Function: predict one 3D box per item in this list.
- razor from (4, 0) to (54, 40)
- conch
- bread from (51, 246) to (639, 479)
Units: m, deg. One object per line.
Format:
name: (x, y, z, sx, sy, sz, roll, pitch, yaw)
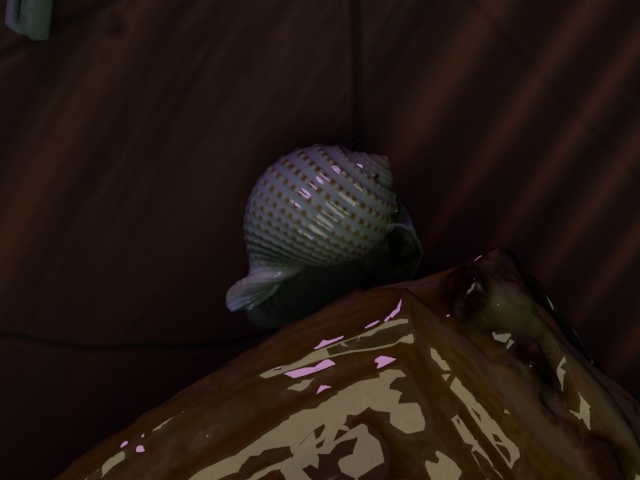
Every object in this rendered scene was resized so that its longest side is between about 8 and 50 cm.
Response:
razor: (-0.098, -0.176, 0.696, 0.084, 0.036, 0.211, 11, 110, 0)
conch: (0.001, -0.004, 0.748, 0.085, 0.056, 0.076, -31, 135, 31)
bread: (0.000, 0.164, 0.753, 0.324, 0.167, 0.277, -36, 105, 5)
